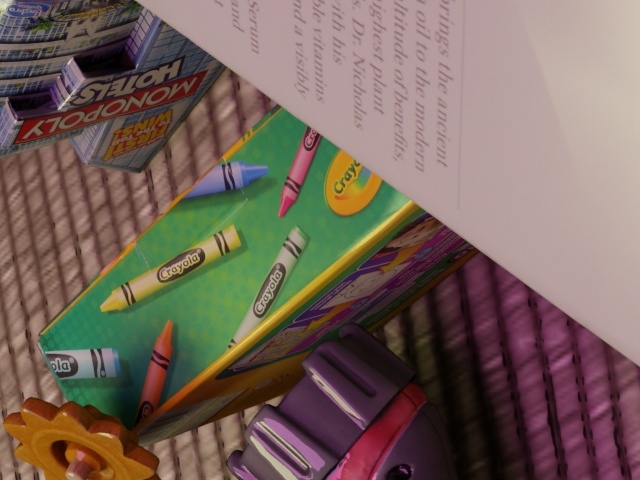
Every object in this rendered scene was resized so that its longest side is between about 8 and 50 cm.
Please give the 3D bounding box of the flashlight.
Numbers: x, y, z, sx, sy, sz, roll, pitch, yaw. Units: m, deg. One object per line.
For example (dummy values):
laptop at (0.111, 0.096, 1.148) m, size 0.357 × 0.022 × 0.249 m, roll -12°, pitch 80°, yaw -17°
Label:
flashlight at (0.097, 0.173, 0.834) m, size 0.304 × 0.103 × 0.103 m, roll 39°, pitch 79°, yaw 9°

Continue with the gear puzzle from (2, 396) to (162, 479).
gear puzzle at (-0.053, 0.183, 0.904) m, size 0.175 × 0.044 × 0.339 m, roll -10°, pitch 133°, yaw 39°

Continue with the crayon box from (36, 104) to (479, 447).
crayon box at (0.000, 0.000, 0.858) m, size 0.278 × 0.165 × 0.081 m, roll -40°, pitch 74°, yaw 37°

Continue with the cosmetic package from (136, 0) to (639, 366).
cosmetic package at (0.037, -0.171, 0.641) m, size 0.453 × 0.161 × 0.230 m, roll 39°, pitch 148°, yaw 34°

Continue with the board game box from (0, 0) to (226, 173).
board game box at (-0.126, -0.099, 0.949) m, size 0.060 × 0.194 × 0.194 m, roll 55°, pitch 141°, yaw 17°
